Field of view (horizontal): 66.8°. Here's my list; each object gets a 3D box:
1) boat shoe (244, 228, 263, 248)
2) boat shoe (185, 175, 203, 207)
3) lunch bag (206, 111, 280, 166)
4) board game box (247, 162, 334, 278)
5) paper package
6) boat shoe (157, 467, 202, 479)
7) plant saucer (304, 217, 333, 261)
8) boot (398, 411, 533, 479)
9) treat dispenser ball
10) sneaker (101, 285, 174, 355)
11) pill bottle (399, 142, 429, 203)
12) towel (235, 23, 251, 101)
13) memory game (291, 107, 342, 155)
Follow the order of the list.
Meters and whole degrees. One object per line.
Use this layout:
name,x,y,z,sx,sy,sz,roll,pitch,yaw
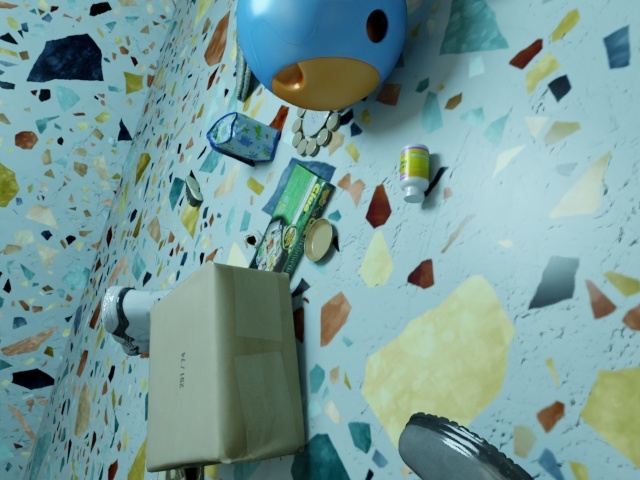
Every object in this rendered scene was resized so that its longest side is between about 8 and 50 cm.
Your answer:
boat shoe,-0.154,-0.004,1.098,0.100,0.035,0.035,40,108,53
boat shoe,-0.397,-0.154,1.495,0.042,0.049,0.133,-47,45,19
lunch bag,-0.195,-0.244,1.186,0.151,0.129,0.096,9,81,55
board game box,-0.067,-0.019,0.992,0.260,0.030,0.136,-63,33,12
paper package,-0.190,0.240,0.896,0.309,0.168,0.325,-32,57,43
boat shoe,-0.283,0.407,1.052,0.095,0.095,0.257,-18,66,34
plant saucer,0.000,0.000,0.899,0.083,0.015,0.083,-29,52,45
boot,0.128,0.308,0.401,0.223,0.118,0.338,-42,29,-15
treat dispenser ball,0.002,-0.368,0.828,0.288,0.288,0.288,-28,53,45
sneaker,-0.418,0.222,1.281,0.366,0.210,0.137,99,172,-64
pill bottle,0.140,-0.099,0.725,0.043,0.043,0.083,-19,59,49
towel,-0.208,-0.603,1.338,0.324,0.056,0.312,119,153,-59
memory game,-0.006,-0.267,1.036,0.186,0.012,0.186,-29,51,45
